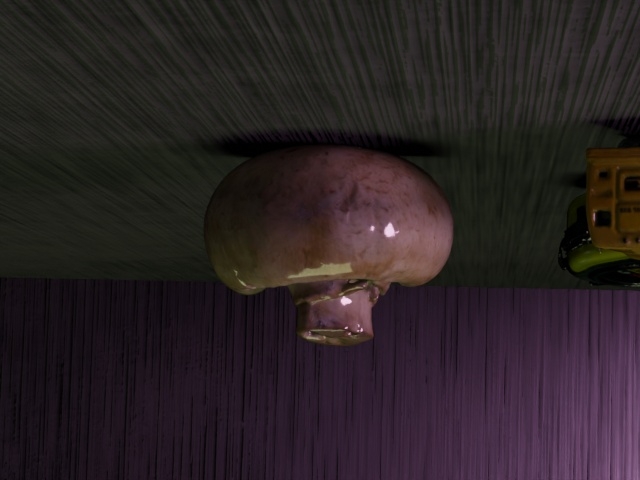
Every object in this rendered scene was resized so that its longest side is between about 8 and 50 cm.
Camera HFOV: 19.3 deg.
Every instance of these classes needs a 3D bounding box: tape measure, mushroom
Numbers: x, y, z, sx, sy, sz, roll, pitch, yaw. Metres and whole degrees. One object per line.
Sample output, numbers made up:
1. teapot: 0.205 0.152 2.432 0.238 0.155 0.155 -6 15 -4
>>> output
1. tape measure: 0.356 -0.012 2.077 0.199 0.112 0.186 15 160 -43
2. mushroom: 0.000 0.000 1.867 0.253 0.195 0.189 -3 170 14

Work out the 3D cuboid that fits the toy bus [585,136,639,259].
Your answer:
1. toy bus: 0.373 -0.031 1.790 0.121 0.123 0.335 -2 173 34
